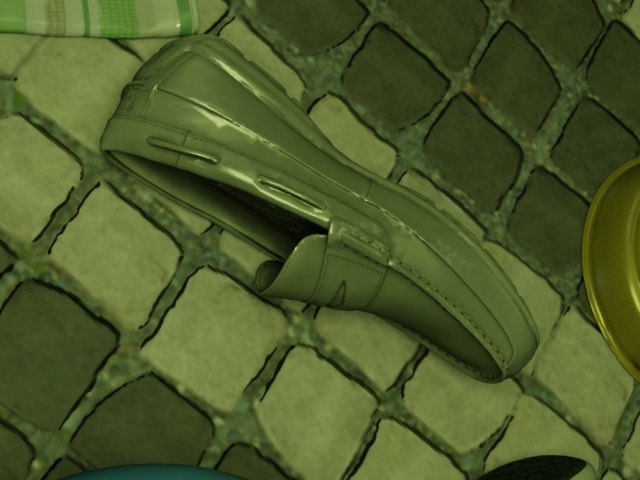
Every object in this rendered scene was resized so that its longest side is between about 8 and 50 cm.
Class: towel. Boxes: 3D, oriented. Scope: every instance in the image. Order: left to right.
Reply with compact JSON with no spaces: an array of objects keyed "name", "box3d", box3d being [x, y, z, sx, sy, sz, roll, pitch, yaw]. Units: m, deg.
[{"name":"towel","box3d":[-0.158,-0.190,0.936,0.152,0.023,0.113,-4,75,-29]}]

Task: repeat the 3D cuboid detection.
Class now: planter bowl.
[{"name":"planter bowl","box3d":[0.315,0.020,1.082,0.217,0.090,0.217,9,69,-25]}]

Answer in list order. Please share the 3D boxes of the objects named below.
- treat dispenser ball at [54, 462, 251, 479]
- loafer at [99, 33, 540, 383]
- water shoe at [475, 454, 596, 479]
[{"name":"treat dispenser ball","box3d":[-0.083,0.253,0.672,0.288,0.288,0.288,9,69,-26]},{"name":"loafer","box3d":[0.000,0.000,0.914,0.319,0.112,0.111,37,65,-4]},{"name":"water shoe","box3d":[0.109,0.218,0.929,0.203,0.073,0.080,-31,110,-28]}]
